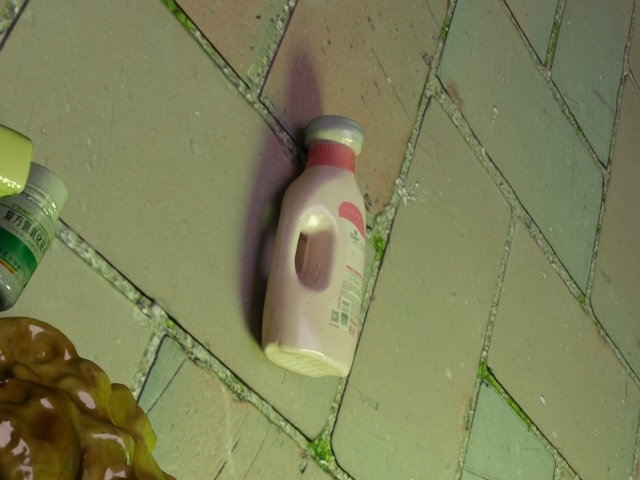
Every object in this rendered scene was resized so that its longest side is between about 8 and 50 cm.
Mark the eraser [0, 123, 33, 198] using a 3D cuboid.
[{"bbox_3d":[-0.344,-0.082,0.936,0.172,0.117,0.058,26,63,-50],"label":"eraser"}]

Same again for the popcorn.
[{"bbox_3d":[-0.229,0.241,0.923,0.297,0.281,0.316,-83,158,-49],"label":"popcorn"}]

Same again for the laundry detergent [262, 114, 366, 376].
[{"bbox_3d":[0.000,0.000,1.429,0.159,0.088,0.335,31,58,-47],"label":"laundry detergent"}]

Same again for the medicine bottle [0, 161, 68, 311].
[{"bbox_3d":[-0.290,-0.006,1.027,0.080,0.080,0.130,52,46,-35],"label":"medicine bottle"}]
